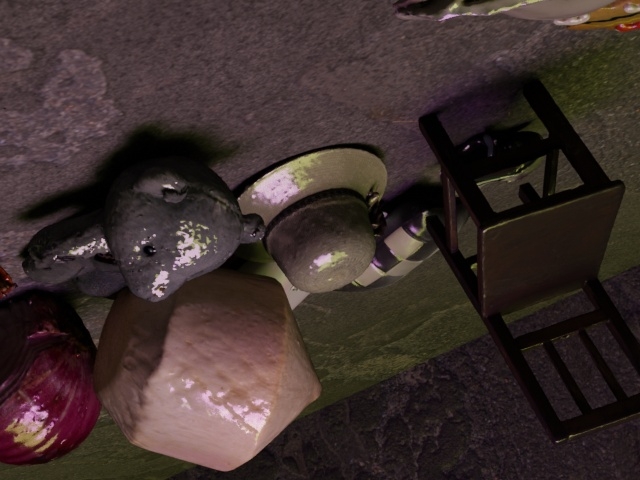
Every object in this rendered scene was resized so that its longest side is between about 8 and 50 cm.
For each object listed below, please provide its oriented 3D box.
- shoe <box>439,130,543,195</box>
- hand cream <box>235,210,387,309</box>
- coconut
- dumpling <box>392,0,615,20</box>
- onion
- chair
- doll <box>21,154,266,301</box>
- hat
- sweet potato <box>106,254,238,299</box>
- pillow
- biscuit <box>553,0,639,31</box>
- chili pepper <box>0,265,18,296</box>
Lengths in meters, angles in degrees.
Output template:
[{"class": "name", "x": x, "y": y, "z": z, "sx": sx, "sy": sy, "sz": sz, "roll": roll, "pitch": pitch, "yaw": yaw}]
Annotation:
[{"class": "shoe", "x": 0.258, "y": -0.129, "z": 1.615, "sx": 0.169, "sy": 0.071, "sz": 0.099, "roll": -21, "pitch": 159, "yaw": 5}, {"class": "hand cream", "x": -0.060, "y": 0.056, "z": 1.740, "sx": 0.186, "sy": 0.118, "sz": 0.359, "roll": 6, "pitch": 140, "yaw": -49}, {"class": "coconut", "x": -0.145, "y": 0.175, "z": 1.515, "sx": 0.329, "sy": 0.328, "sz": 0.329, "roll": -20, "pitch": 163, "yaw": -6}, {"class": "dumpling", "x": 0.233, "y": -0.297, "z": 0.921, "sx": 0.341, "sy": 0.181, "sz": 0.260, "roll": -58, "pitch": 173, "yaw": 16}, {"class": "onion", "x": -0.433, "y": 0.218, "z": 1.577, "sx": 0.272, "sy": 0.230, "sz": 0.256, "roll": -40, "pitch": 157, "yaw": 29}, {"class": "chair", "x": 0.301, "y": 0.022, "z": 1.429, "sx": 0.203, "sy": 0.416, "sz": 0.240, "roll": -17, "pitch": 140, "yaw": -11}, {"class": "doll", "x": -0.226, "y": 0.020, "z": 1.323, "sx": 0.340, "sy": 0.158, "sz": 0.246, "roll": -30, "pitch": 151, "yaw": 34}, {"class": "hat", "x": 0.000, "y": 0.000, "z": 1.499, "sx": 0.257, "sy": 0.130, "sz": 0.257, "roll": -19, "pitch": 151, "yaw": -11}, {"class": "sweet potato", "x": -0.214, "y": 0.048, "z": 1.608, "sx": 0.255, "sy": 0.058, "sz": 0.078, "roll": -20, "pitch": 147, "yaw": 5}, {"class": "pillow", "x": 0.133, "y": 0.002, "z": 1.793, "sx": 0.250, "sy": 0.106, "sz": 0.186, "roll": -38, "pitch": 165, "yaw": 32}, {"class": "biscuit", "x": 0.365, "y": -0.270, "z": 1.271, "sx": 0.158, "sy": 0.035, "sz": 0.240, "roll": -5, "pitch": -179, "yaw": 28}, {"class": "chili pepper", "x": -0.458, "y": 0.073, "z": 1.364, "sx": 0.123, "sy": 0.073, "sz": 0.070, "roll": -30, "pitch": 119, "yaw": 19}]
